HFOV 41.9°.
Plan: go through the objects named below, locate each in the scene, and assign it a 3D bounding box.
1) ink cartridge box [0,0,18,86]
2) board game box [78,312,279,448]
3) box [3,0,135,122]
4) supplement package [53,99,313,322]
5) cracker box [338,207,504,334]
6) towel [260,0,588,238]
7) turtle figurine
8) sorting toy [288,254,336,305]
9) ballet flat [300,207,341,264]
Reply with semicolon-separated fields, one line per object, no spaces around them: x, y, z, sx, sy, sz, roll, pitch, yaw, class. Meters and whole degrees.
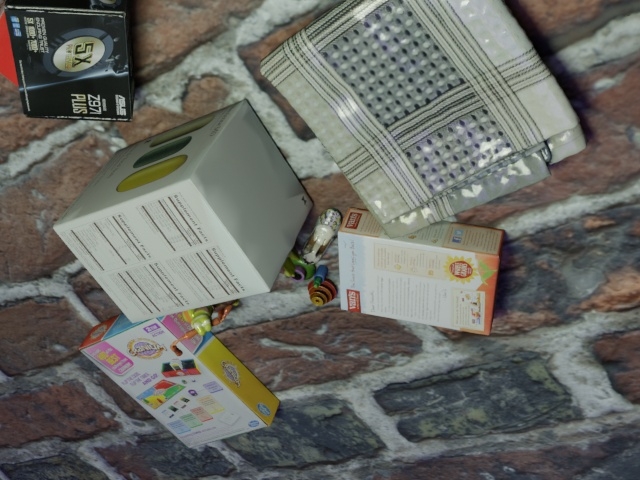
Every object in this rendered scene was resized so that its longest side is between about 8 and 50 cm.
-0.433;-0.328;1.131;0.261;0.066;0.296;40;132;-15;ink cartridge box
-0.267;0.257;1.590;0.242;0.064;0.316;-23;118;36;board game box
-0.325;-0.251;1.107;0.147;0.078;0.180;2;138;-9;box
-0.191;-0.036;1.200;0.262;0.199;0.198;-15;123;32;supplement package
0.145;0.045;1.230;0.232;0.067;0.156;9;131;14;cracker box
0.126;-0.165;1.032;0.312;0.056;0.324;-27;115;30;towel
-0.138;0.068;1.300;0.217;0.269;0.087;-35;91;14;turtle figurine
-0.016;0.068;1.333;0.102;0.042;0.061;41;132;-16;sorting toy
0.000;0.000;1.268;0.041;0.041;0.114;27;134;-3;ballet flat
